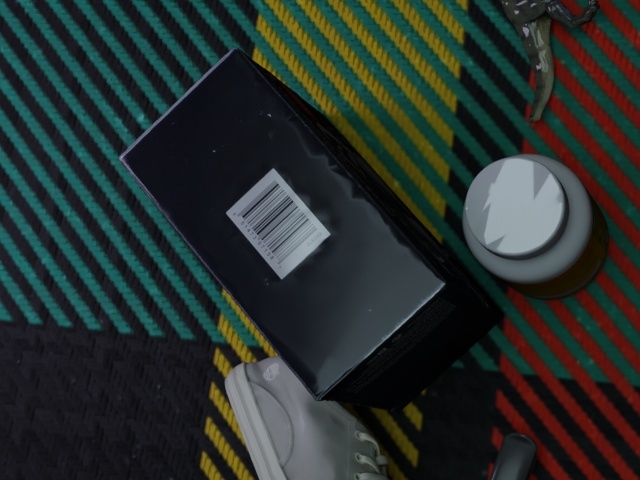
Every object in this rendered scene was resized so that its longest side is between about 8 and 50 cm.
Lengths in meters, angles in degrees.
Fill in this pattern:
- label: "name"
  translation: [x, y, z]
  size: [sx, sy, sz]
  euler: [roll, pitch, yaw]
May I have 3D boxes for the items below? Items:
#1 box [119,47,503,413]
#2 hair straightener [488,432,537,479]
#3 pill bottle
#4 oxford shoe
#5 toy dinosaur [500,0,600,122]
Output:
- label: "box"
  translation: [0.000, 0.000, 1.656]
  size: [0.179, 0.312, 0.343]
  euler: [-43, 73, 6]
- label: "hair straightener"
  translation: [0.176, 0.311, 1.639]
  size: [0.047, 0.089, 0.230]
  euler: [24, 72, 16]
- label: "pill bottle"
  translation: [0.228, -0.016, 1.622]
  size: [0.136, 0.245, 0.136]
  euler: [-3, 81, 17]
- label: "oxford shoe"
  translation: [0.022, 0.279, 1.629]
  size: [0.130, 0.169, 0.449]
  euler: [-28, 47, 2]
- label: "toy dinosaur"
  translation: [0.258, -0.279, 1.758]
  size: [0.118, 0.064, 0.268]
  euler: [-21, 78, 20]
